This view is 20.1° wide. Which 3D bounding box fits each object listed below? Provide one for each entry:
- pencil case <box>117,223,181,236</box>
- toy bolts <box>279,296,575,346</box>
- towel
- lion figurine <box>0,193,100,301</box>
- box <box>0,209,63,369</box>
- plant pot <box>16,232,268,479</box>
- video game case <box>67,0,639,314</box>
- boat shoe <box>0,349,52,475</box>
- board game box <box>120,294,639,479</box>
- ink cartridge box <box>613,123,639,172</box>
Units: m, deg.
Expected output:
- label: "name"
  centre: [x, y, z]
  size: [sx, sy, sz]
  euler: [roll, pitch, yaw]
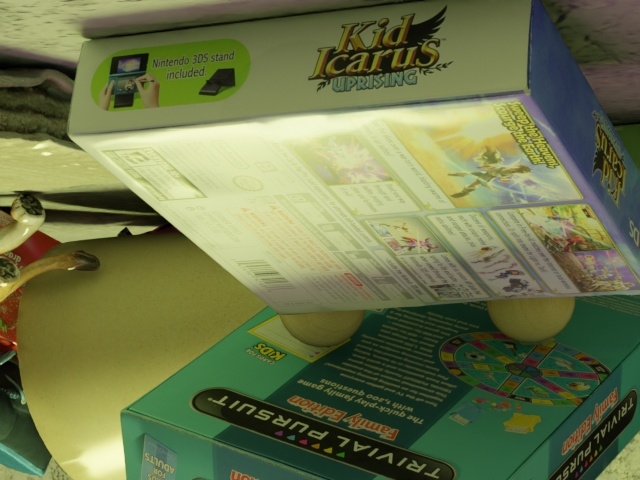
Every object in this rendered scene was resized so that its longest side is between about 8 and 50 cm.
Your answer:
- label: "pencil case"
  centre: [-0.152, 0.018, 1.952]
  size: [0.095, 0.098, 0.209]
  euler: [47, 158, -16]
- label: "toy bolts"
  centre: [0.061, -0.011, 1.176]
  size: [0.228, 0.158, 0.218]
  euler: [-3, 176, 16]
- label: "towel"
  centre: [-0.207, -0.066, 1.074]
  size: [0.187, 0.049, 0.282]
  euler: [-2, 175, 28]
- label: "lion figurine"
  centre: [-0.404, 0.066, 1.587]
  size: [0.392, 0.142, 0.240]
  euler: [10, 132, -42]
- label: "box"
  centre: [-0.295, 0.073, 1.862]
  size: [0.128, 0.122, 0.257]
  euler: [-5, 154, 42]
- label: "plant pot"
  centre: [-0.102, 0.094, 1.718]
  size: [0.274, 0.256, 0.256]
  euler: [-15, 170, 27]
- label: "video game case"
  centre: [0.036, -0.036, 0.981]
  size: [0.244, 0.061, 0.269]
  euler: [-3, 157, 23]
- label: "boat shoe"
  centre: [-0.339, 0.154, 1.805]
  size: [0.109, 0.089, 0.258]
  euler: [16, 161, 18]
- label: "board game box"
  centre: [0.068, 0.107, 1.238]
  size: [0.254, 0.079, 0.336]
  euler: [16, -148, 30]
- label: "ink cartridge box"
  centre: [0.303, -0.035, 1.401]
  size: [0.171, 0.056, 0.235]
  euler: [-4, 162, 18]
